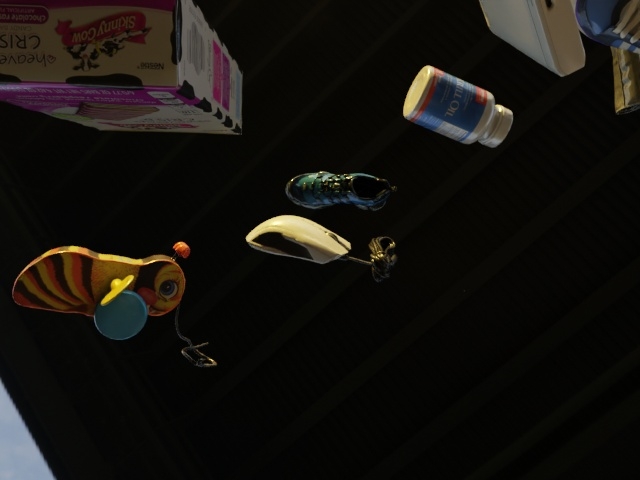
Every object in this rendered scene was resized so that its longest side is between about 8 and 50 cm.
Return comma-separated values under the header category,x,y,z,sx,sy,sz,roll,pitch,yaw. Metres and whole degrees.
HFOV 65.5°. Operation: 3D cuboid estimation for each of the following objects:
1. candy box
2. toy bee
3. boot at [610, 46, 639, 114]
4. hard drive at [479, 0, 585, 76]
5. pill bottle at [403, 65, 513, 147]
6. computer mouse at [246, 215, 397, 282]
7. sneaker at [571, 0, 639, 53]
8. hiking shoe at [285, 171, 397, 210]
category,x,y,z,sx,sy,sz,roll,pitch,yaw
candy box,-0.161,-0.137,0.414,0.159,0.233,0.071,2,-84,1
toy bee,-0.276,0.063,0.751,0.195,0.298,0.162,20,-96,44
boot,0.766,-0.433,1.210,0.075,0.189,0.209,2,-96,10
hard drive,0.307,-0.419,0.805,0.047,0.353,0.233,-25,-62,16
pill bottle,0.309,-0.292,1.114,0.221,0.124,0.125,19,-90,-11
computer mouse,0.000,0.000,0.606,0.192,0.106,0.042,12,-71,13
sneaker,0.633,-0.382,0.892,0.322,0.236,0.130,17,-64,-21
hiking shoe,0.054,-0.156,1.418,0.303,0.132,0.113,1,-103,-8
